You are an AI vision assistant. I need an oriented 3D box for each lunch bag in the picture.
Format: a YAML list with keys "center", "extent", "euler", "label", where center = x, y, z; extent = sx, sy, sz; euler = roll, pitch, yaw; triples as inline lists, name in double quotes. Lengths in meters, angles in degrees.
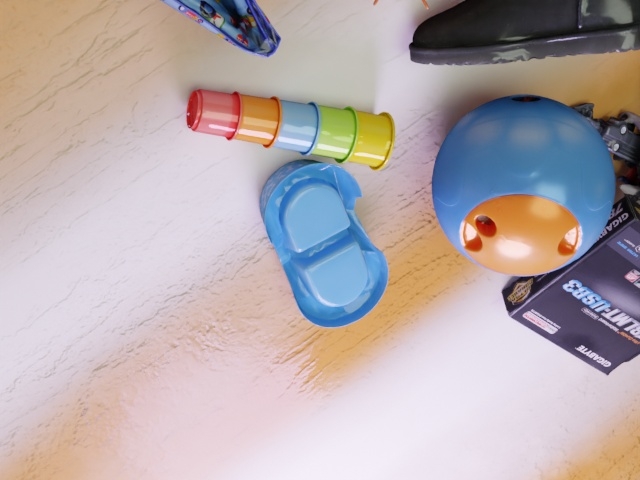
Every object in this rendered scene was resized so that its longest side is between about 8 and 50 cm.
- center: [-0.176, -0.351, 1.521]
  extent: [0.138, 0.221, 0.293]
  euler: [-46, 122, 0]
  label: "lunch bag"

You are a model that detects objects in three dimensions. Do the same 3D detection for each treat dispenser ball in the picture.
- center: [0.320, -0.086, 1.819]
  extent: [0.288, 0.288, 0.288]
  euler: [-9, 115, -20]
  label: "treat dispenser ball"

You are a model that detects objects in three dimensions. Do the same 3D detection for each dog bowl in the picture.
- center: [0.000, 0.000, 1.842]
  extent: [0.166, 0.074, 0.297]
  euler: [-28, 120, -11]
  label: "dog bowl"

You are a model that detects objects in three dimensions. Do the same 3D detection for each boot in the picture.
- center: [0.292, -0.495, 1.692]
  extent: [0.367, 0.146, 0.445]
  euler: [-4, 106, 14]
  label: "boot"

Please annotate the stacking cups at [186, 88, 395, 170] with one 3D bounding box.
- center: [-0.046, -0.179, 1.743]
  extent: [0.316, 0.096, 0.096]
  euler: [10, 108, -22]
  label: "stacking cups"

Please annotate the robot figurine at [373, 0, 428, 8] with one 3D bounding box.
- center: [0.119, -0.447, 1.664]
  extent: [0.158, 0.128, 0.219]
  euler: [-10, 116, -20]
  label: "robot figurine"

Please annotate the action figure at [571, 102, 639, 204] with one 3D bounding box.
- center: [0.597, -0.181, 1.962]
  extent: [0.341, 0.178, 0.330]
  euler: [12, 112, -24]
  label: "action figure"

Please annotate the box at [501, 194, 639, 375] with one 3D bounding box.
- center: [0.529, 0.091, 2.054]
  extent: [0.295, 0.073, 0.293]
  euler: [32, 121, -31]
  label: "box"
